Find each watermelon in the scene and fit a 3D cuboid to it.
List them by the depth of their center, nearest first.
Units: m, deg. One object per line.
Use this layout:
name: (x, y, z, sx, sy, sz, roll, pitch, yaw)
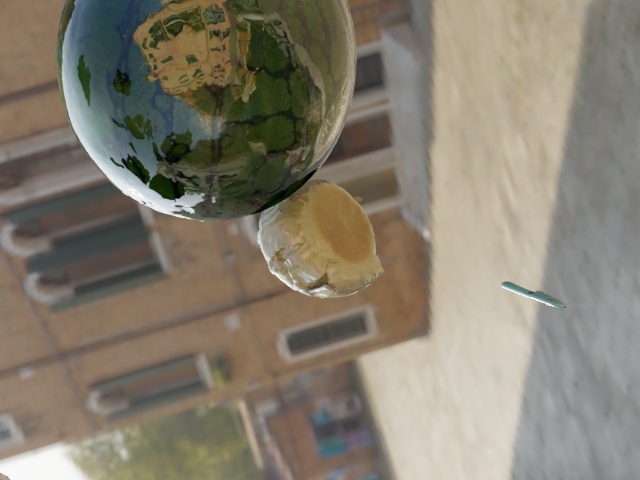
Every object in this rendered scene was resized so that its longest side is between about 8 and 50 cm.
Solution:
watermelon: (-0.128, -0.193, 1.733, 0.363, 0.363, 0.363, 163, 90, -86)

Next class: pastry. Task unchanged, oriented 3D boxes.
pastry: (0.000, 0.000, 1.908, 0.088, 0.166, 0.166, -34, 66, 41)

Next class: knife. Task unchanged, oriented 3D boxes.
knife: (0.183, 0.046, 1.340, 0.091, 0.014, 0.005, -156, 58, -62)

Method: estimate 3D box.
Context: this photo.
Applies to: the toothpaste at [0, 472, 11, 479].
toothpaste: (-0.374, 0.273, 1.509, 0.193, 0.071, 0.045, -19, -105, -54)
